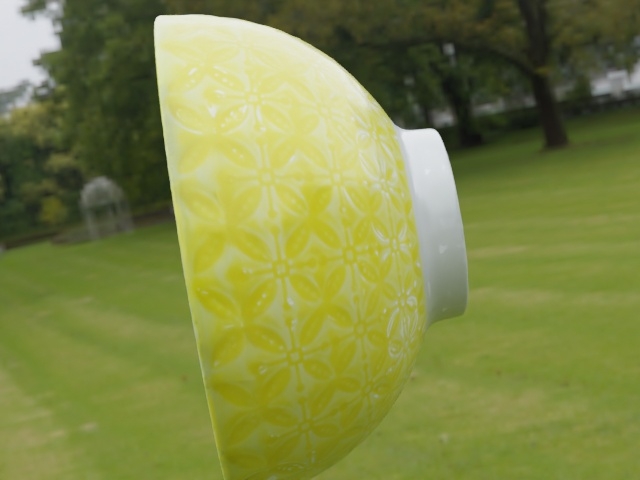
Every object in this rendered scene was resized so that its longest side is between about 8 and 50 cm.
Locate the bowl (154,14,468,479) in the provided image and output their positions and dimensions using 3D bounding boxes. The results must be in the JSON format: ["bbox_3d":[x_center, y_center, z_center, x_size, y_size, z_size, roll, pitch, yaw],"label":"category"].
[{"bbox_3d":[0.000,0.000,0.843,0.156,0.289,0.289,-9,6,-2],"label":"bowl"}]
